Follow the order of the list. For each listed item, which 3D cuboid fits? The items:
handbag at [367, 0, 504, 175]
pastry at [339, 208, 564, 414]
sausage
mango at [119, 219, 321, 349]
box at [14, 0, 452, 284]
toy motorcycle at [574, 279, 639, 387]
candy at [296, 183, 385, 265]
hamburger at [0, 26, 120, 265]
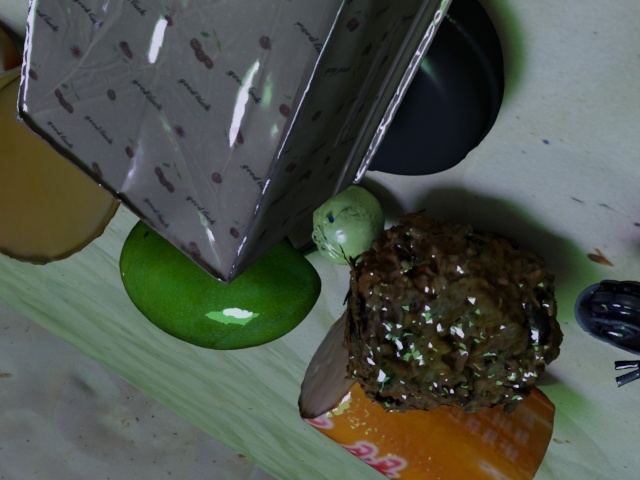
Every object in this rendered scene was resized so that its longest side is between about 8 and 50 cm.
[{"bbox_3d":[0.018,-0.164,0.803,0.308,0.093,0.253,21,152,22],"label":"handbag"},{"bbox_3d":[0.134,0.100,0.977,0.275,0.193,0.274,11,118,21],"label":"pastry"},{"bbox_3d":[0.141,0.226,1.224,0.287,0.233,0.233,38,154,-11],"label":"sausage"},{"bbox_3d":[-0.131,0.044,1.184,0.225,0.201,0.382,1,-173,-36],"label":"mango"},{"bbox_3d":[-0.055,-0.163,0.612,0.225,0.190,0.297,37,133,11],"label":"box"},{"bbox_3d":[0.416,0.117,0.811,0.359,0.125,0.212,16,167,26],"label":"toy motorcycle"},{"bbox_3d":[0.000,0.000,1.164,0.093,0.092,0.335,48,162,-5],"label":"candy"},{"bbox_3d":[-0.416,-0.130,1.185,0.186,0.261,0.302,19,135,34],"label":"hamburger"}]
